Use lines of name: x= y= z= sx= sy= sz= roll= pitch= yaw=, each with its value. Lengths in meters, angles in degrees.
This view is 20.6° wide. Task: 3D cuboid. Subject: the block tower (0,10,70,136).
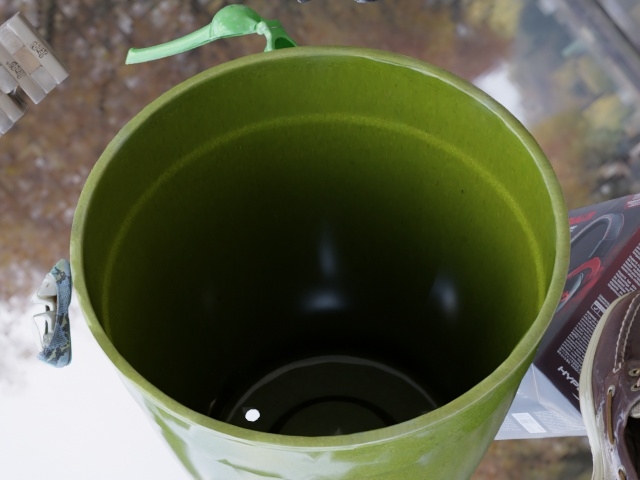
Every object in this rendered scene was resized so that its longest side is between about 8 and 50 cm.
block tower: x=-0.436 y=-0.115 z=1.993 sx=0.097 sy=0.335 sz=0.091 roll=50 pitch=-177 yaw=-13

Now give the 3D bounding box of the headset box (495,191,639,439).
headset box: x=0.286 y=0.069 z=1.880 sx=0.110 sy=0.293 sz=0.218 roll=46 pitch=158 yaw=-12

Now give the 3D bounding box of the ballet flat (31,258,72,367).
ballet flat: x=-0.427 y=0.110 z=2.791 sx=0.070 sy=0.070 sz=0.188 roll=37 pitch=-141 yaw=-52

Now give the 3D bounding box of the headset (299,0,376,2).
headset: x=0.062 y=-0.412 z=1.975 sx=0.185 sy=0.394 sz=0.243 roll=3 pitch=-127 yaw=-24

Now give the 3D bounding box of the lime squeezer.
lime squeezer: x=-0.067 y=-0.179 z=1.827 sx=0.310 sy=0.110 sz=0.059 roll=26 pitch=-175 yaw=22

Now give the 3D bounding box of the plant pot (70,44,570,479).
plant pot: x=0.006 y=0.094 z=1.430 sx=0.366 sy=0.366 sz=0.353 roll=58 pitch=164 yaw=32

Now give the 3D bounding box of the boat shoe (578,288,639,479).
boat shoe: x=0.305 y=0.171 z=1.570 sx=0.123 sy=0.123 sz=0.342 roll=26 pitch=-130 yaw=-11
